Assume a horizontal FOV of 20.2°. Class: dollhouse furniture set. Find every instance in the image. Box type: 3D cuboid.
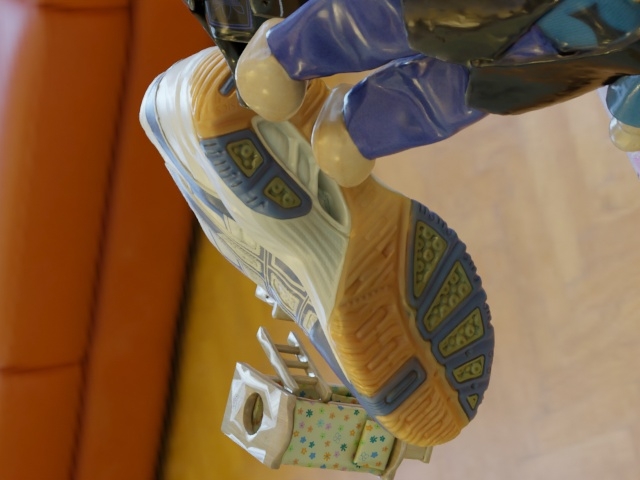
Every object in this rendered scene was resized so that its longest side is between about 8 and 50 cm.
[{"bbox_3d":[0.041,0.097,1.393,0.101,0.181,0.161,26,104,59],"label":"dollhouse furniture set"}]

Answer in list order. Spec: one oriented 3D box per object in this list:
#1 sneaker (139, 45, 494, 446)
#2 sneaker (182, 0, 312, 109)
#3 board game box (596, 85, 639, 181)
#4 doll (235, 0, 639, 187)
[{"bbox_3d":[0.000,0.000,1.130,0.296,0.112,0.131,58,156,-19],"label":"sneaker"},{"bbox_3d":[-0.037,-0.162,0.896,0.081,0.090,0.232,6,145,24],"label":"sneaker"},{"bbox_3d":[0.349,-0.115,1.174,0.066,0.318,0.319,60,-170,-14],"label":"board game box"},{"bbox_3d":[0.061,-0.066,0.572,0.189,0.129,0.046,-18,39,47],"label":"doll"}]
